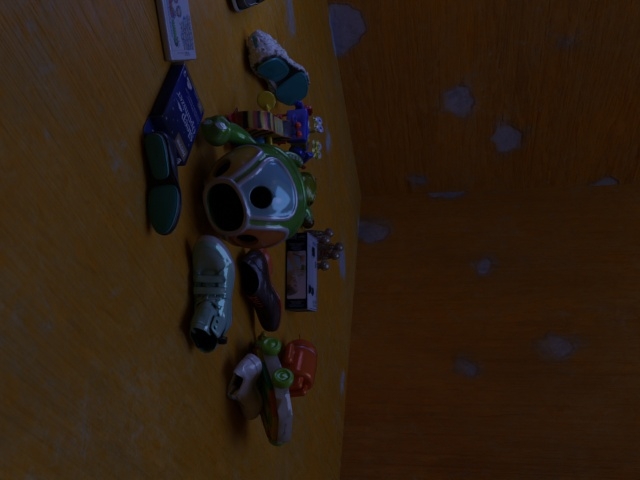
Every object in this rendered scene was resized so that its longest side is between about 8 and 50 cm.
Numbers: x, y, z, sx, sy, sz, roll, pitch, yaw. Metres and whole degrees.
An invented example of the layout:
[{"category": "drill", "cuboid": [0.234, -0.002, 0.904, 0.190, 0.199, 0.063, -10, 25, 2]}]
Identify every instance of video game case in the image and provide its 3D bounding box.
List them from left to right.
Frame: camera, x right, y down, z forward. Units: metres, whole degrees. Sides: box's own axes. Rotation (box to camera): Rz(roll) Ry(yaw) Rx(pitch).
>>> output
[{"category": "video game case", "cuboid": [-0.314, -0.474, 1.282, 0.143, 0.019, 0.157, -61, 147, -69]}]

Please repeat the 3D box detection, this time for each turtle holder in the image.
[{"category": "turtle holder", "cuboid": [-0.167, -0.133, 1.422, 0.227, 0.244, 0.320, -27, 125, -59]}]

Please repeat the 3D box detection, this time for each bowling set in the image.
[{"category": "bowling set", "cuboid": [0.000, 0.000, 2.439, 0.287, 0.154, 0.199, -67, 153, -66]}]

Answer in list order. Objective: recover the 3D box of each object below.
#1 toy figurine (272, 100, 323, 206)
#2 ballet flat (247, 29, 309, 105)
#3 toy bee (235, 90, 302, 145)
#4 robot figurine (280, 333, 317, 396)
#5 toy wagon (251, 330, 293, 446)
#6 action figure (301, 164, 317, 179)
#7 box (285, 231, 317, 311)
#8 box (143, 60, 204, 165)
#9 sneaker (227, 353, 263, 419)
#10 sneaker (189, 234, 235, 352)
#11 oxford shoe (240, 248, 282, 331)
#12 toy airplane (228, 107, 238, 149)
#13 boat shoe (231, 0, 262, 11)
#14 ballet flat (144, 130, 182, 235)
[{"category": "toy figurine", "cuboid": [-0.097, -0.303, 1.833, 0.217, 0.191, 0.362, 83, 11, -70]}, {"category": "ballet flat", "cuboid": [-0.137, -0.572, 1.932, 0.409, 0.147, 0.146, 27, 61, -77]}, {"category": "toy bee", "cuboid": [-0.139, -0.327, 1.677, 0.298, 0.162, 0.195, -85, 169, -70]}, {"category": "robot figurine", "cuboid": [-0.076, 0.440, 2.060, 0.128, 0.158, 0.219, -49, -159, 39]}, {"category": "toy wagon", "cuboid": [-0.146, 0.399, 1.664, 0.344, 0.068, 0.267, -120, -151, -49]}, {"category": "action figure", "cuboid": [-0.093, -0.213, 2.075, 0.280, 0.139, 0.091, -79, 164, -57]}, {"category": "box", "cuboid": [-0.070, 0.125, 2.237, 0.169, 0.087, 0.289, 43, 47, -74]}, {"category": "box", "cuboid": [-0.306, -0.258, 1.253, 0.136, 0.037, 0.225, 75, 19, -49]}, {"category": "sneaker", "cuboid": [-0.210, 0.405, 1.571, 0.094, 0.080, 0.212, -32, 133, -47]}, {"category": "sneaker", "cuboid": [-0.246, 0.125, 1.316, 0.151, 0.094, 0.255, -80, 167, -68]}, {"category": "oxford shoe", "cuboid": [-0.183, 0.156, 1.711, 0.098, 0.097, 0.271, -40, 123, -54]}, {"category": "toy airplane", "cuboid": [-0.234, -0.292, 1.631, 0.151, 0.028, 0.151, -4, 90, -86]}, {"category": "boat shoe", "cuboid": [-0.195, -0.756, 1.738, 0.305, 0.091, 0.109, -77, 161, -52]}, {"category": "ballet flat", "cuboid": [-0.303, -0.113, 1.161, 0.074, 0.074, 0.203, -25, 111, -78]}]
